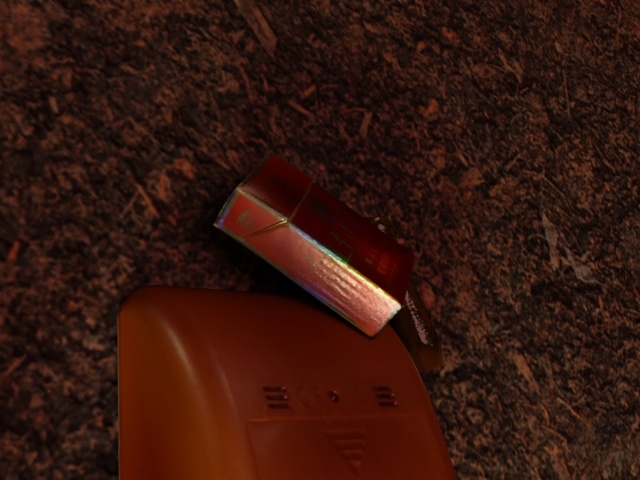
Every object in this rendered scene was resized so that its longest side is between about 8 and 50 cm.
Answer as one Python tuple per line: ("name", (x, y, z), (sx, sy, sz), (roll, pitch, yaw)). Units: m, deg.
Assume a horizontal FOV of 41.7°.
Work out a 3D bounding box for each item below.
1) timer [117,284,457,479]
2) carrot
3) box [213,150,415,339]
("timer", (-0.032, 0.153, 0.706), (0.257, 0.161, 0.250), (7, 56, -35))
("carrot", (0.083, 0.052, 0.867), (0.042, 0.042, 0.171), (-14, 82, -39))
("box", (0.000, -0.001, 0.759), (0.175, 0.048, 0.112), (35, 26, -4))
